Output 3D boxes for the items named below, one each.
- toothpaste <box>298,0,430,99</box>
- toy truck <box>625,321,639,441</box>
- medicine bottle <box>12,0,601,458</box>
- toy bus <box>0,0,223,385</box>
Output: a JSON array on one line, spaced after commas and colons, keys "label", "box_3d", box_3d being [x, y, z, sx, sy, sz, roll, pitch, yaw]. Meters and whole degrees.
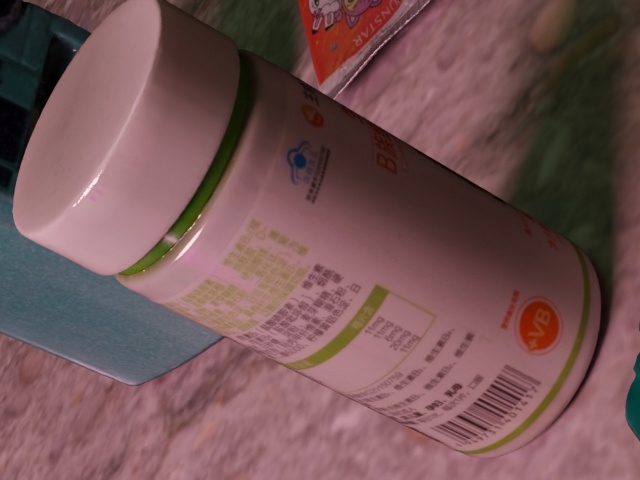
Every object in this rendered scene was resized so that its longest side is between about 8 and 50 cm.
[{"label": "toothpaste", "box_3d": [0.011, -0.167, 0.836, 0.089, 0.057, 0.234, -45, 38, 28]}, {"label": "toy truck", "box_3d": [0.156, -0.035, 0.380, 0.124, 0.114, 0.253, -24, 44, 67]}, {"label": "medicine bottle", "box_3d": [0.000, 0.000, 0.536, 0.086, 0.183, 0.086, -41, 33, 35]}, {"label": "toy bus", "box_3d": [-0.156, -0.038, 0.775, 0.128, 0.256, 0.147, -32, 42, 46]}]
